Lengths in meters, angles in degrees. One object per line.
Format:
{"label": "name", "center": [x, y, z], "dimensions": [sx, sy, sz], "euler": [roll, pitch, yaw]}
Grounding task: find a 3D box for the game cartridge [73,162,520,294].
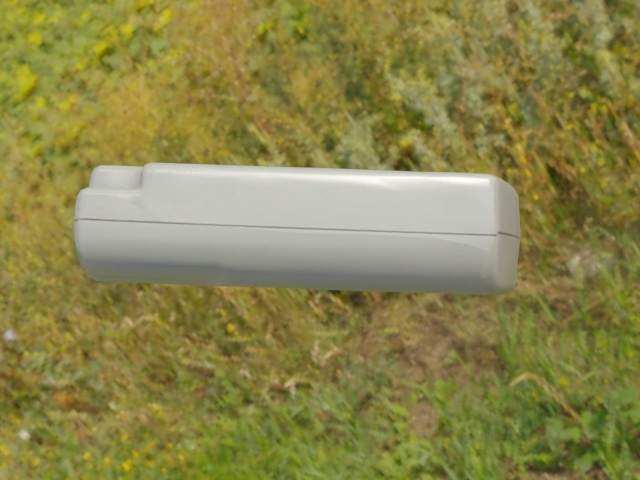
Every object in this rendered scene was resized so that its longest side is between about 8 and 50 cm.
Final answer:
{"label": "game cartridge", "center": [0.000, 0.000, 0.562], "dimensions": [0.198, 0.062, 0.297], "euler": [6, -2, 1]}
